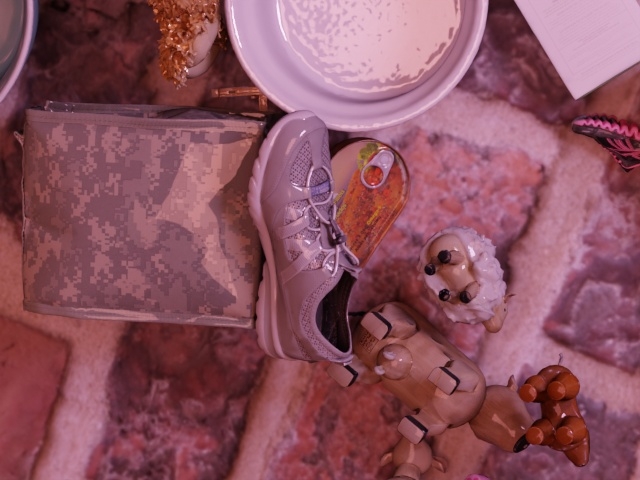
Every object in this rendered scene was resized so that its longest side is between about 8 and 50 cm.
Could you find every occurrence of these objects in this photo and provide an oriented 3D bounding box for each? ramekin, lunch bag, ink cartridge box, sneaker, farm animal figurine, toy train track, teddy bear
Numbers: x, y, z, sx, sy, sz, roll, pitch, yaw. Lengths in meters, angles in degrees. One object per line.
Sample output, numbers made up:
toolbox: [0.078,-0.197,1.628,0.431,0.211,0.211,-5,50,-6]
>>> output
ramekin: [0.046,-0.259,1.644,0.277,0.135,0.277,2,99,10]
lunch bag: [-0.195,-0.032,1.708,0.287,0.169,0.235,3,100,6]
ink cartridge box: [0.265,-0.266,1.636,0.109,0.062,0.209,-31,91,14]
sneaker: [0.327,-0.102,1.661,0.119,0.047,0.057,16,112,10]
farm animal figurine: [0.137,0.194,1.686,0.330,0.172,0.327,-40,77,21]
sneaker: [0.000,0.000,1.604,0.115,0.105,0.281,15,119,35]
toy train track: [-0.084,-0.169,1.744,0.083,0.014,0.048,-2,98,12]
teddy bear: [-0.156,-0.328,1.626,0.113,0.245,0.338,-1,103,0]

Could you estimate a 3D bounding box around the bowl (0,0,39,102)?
bowl: [-0.440,-0.263,1.724,0.311,0.163,0.311,2,98,11]

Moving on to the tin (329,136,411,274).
tin: [0.021,-0.028,1.703,0.106,0.040,0.190,34,92,-27]
